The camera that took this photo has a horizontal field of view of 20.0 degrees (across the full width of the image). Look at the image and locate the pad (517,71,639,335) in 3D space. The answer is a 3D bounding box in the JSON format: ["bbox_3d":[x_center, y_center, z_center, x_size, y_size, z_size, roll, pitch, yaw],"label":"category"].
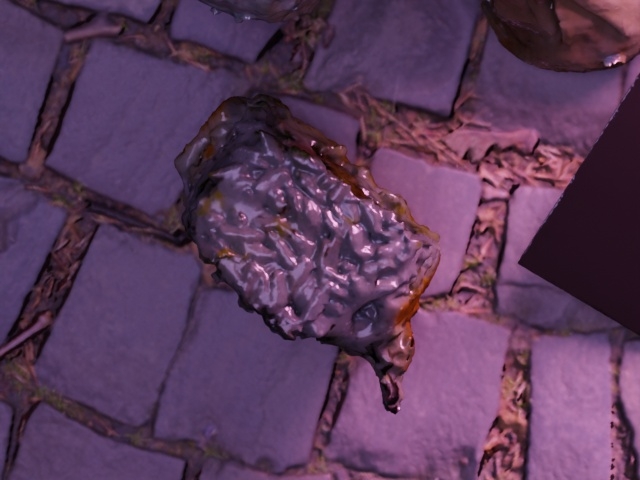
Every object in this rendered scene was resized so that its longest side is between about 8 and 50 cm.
[{"bbox_3d":[0.299,-0.041,1.508,0.170,0.006,0.245,30,101,-8],"label":"pad"}]

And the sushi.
[{"bbox_3d":[0.000,0.000,1.493,0.274,0.184,0.139,39,102,3],"label":"sushi"}]

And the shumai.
[{"bbox_3d":[0.207,-0.235,1.467,0.201,0.120,0.201,1,94,12],"label":"shumai"}]

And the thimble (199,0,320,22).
[{"bbox_3d":[-0.061,-0.298,1.485,0.205,0.172,0.250,-17,90,16],"label":"thimble"}]
